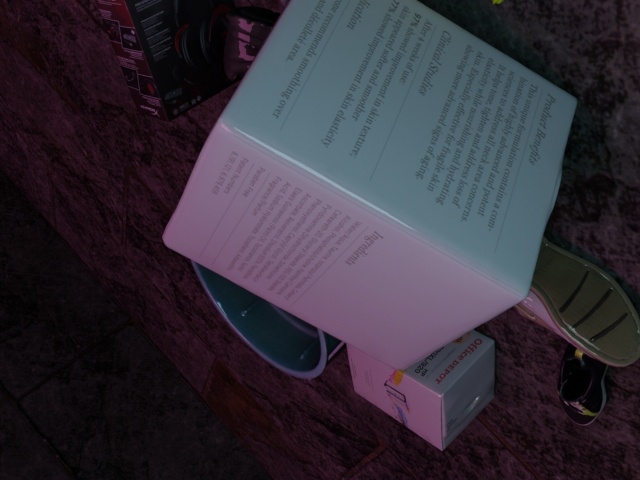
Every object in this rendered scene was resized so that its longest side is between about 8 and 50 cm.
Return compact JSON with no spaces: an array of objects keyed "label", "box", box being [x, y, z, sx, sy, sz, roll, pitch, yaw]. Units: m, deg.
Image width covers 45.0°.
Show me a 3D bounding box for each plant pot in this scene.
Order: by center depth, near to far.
[{"label":"plant pot","box":[0.000,0.000,1.340,0.341,0.334,0.341,35,147,27]}]

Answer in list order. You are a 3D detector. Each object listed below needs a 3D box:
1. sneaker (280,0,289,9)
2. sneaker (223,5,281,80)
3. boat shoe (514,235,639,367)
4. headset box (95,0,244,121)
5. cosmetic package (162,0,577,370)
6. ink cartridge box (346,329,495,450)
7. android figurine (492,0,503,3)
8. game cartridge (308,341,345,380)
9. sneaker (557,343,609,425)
[{"label":"sneaker","box":[-0.054,-0.457,1.203,0.121,0.079,0.216,59,169,32]},{"label":"sneaker","box":[-0.021,-0.270,1.225,0.287,0.109,0.130,22,120,7]},{"label":"boat shoe","box":[0.353,0.076,1.168,0.302,0.113,0.103,46,169,21]},{"label":"headset box","box":[-0.270,-0.399,1.408,0.110,0.218,0.293,23,139,40]},{"label":"cosmetic package","box":[0.060,-0.089,1.025,0.394,0.329,0.327,30,148,-8]},{"label":"ink cartridge box","box":[0.196,0.246,1.494,0.233,0.171,0.168,27,142,36]},{"label":"android figurine","box":[0.159,-0.418,0.949,0.272,0.056,0.248,54,151,2]},{"label":"game cartridge","box":[0.044,0.197,1.633,0.060,0.196,0.294,48,151,10]},{"label":"sneaker","box":[0.409,0.231,1.249,0.084,0.097,0.234,30,143,36]}]
